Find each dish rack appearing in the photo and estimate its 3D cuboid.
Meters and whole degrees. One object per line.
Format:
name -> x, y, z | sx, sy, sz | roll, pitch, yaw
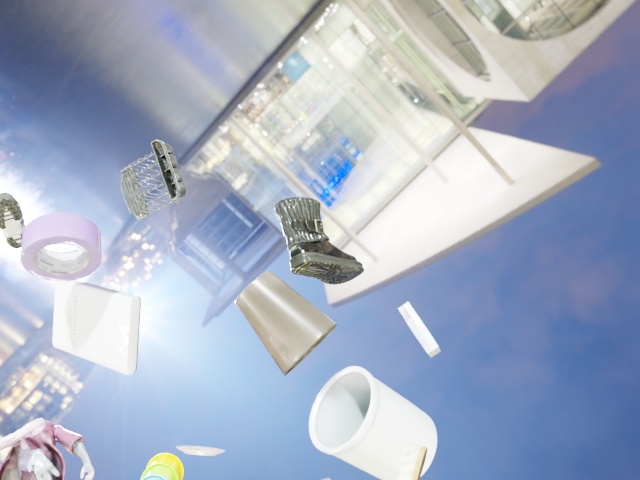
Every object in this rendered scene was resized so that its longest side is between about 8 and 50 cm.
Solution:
dish rack -> -0.586, -0.196, 1.927 | 0.271, 0.208, 0.074 | -23, 173, 26

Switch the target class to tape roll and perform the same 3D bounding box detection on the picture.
tape roll -> -0.663, 0.019, 1.453 | 0.189, 0.189, 0.080 | -40, -131, 26

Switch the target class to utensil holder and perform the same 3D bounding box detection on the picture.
utensil holder -> 0.204, 0.710, 2.146 | 0.327, 0.385, 0.328 | -37, -148, 27

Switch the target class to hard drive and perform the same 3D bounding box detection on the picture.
hard drive -> -0.632, 0.232, 1.586 | 0.318, 0.210, 0.040 | 9, -173, 30

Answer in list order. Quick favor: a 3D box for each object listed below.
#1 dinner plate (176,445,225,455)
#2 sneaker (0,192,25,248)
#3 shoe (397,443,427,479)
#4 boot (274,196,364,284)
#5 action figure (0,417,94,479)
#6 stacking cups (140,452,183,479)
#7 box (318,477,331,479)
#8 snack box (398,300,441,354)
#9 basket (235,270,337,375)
dinner plate -> -0.347, 0.607, 1.632 | 0.141, 0.141, 0.017 | -25, -124, 57
sneaker -> -0.897, -0.077, 1.622 | 0.078, 0.106, 0.234 | -21, 155, -25
shoe -> 0.201, 0.594, 1.347 | 0.077, 0.058, 0.219 | 70, 36, -59
boot -> 0.002, -0.002, 1.945 | 0.131, 0.348, 0.260 | -33, -122, 28
action figure -> -0.720, 0.529, 1.383 | 0.248, 0.276, 0.370 | -22, -165, -15
stacking cups -> -0.387, 0.576, 1.276 | 0.096, 0.096, 0.316 | -47, 179, -4
box -> 0.023, 0.881, 1.798 | 0.114, 0.203, 0.103 | -47, 149, 14
snack box -> 0.261, 0.236, 1.492 | 0.037, 0.141, 0.100 | -34, 157, 4
basket -> -0.102, 0.204, 1.476 | 0.204, 0.227, 0.154 | -50, 168, 25
